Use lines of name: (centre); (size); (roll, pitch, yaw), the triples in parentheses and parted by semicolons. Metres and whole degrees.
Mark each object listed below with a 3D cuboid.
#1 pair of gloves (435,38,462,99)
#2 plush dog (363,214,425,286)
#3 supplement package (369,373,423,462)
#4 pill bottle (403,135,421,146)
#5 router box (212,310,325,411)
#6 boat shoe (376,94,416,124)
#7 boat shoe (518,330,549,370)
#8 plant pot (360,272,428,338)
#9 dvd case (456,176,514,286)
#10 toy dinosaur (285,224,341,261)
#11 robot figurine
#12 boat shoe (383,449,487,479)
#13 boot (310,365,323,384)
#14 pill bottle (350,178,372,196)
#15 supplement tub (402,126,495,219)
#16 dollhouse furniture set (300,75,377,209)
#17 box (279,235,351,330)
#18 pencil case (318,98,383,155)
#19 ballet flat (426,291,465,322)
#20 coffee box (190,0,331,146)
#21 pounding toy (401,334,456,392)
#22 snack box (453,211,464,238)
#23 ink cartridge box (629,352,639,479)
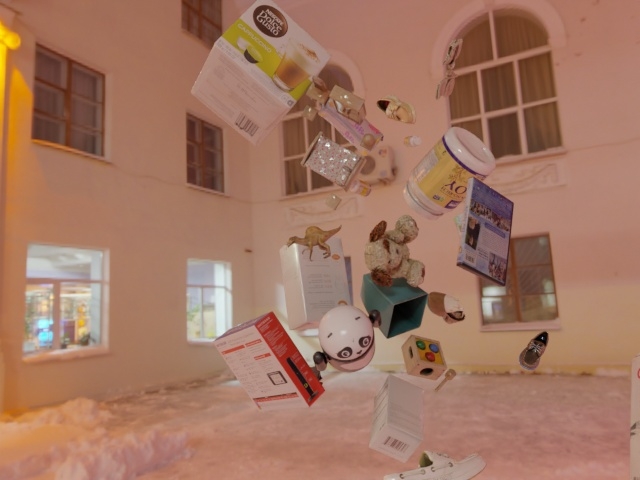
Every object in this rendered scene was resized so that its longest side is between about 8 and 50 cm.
pair of gloves: (0.555, -0.726, 2.130); (0.042, 0.240, 0.204); (21, 31, 21)
plush dog: (0.235, 0.047, 1.786); (0.210, 0.263, 0.225); (-11, -7, 36)
supplement package: (0.202, 0.465, 1.318); (0.105, 0.105, 0.179); (24, 30, -1)
pill bottle: (0.364, -0.391, 1.977); (0.043, 0.044, 0.083); (0, 9, -17)
router box: (-0.178, 0.405, 1.629); (0.082, 0.301, 0.335); (-36, 5, -38)
boat shoe: (0.212, -0.367, 1.422); (0.059, 0.063, 0.170); (-14, 32, -16)
boat shoe: (0.736, 0.372, 1.722); (0.066, 0.066, 0.183); (26, 41, 25)
plant pot: (0.263, 0.222, 1.924); (0.165, 0.166, 0.234); (-13, 37, -28)
dvd case: (0.445, -0.022, 1.338); (0.180, 0.253, 0.022); (24, -22, -29)
toy dinosaur: (0.000, 0.000, 1.368); (0.183, 0.093, 0.053); (-15, -17, -24)
robot figurine: (0.085, 0.310, 1.547); (0.173, 0.209, 0.278); (10, -26, 13)
boat shoe: (0.269, 0.535, 1.168); (0.276, 0.096, 0.098); (-6, -33, -31)
boot: (-0.109, 0.648, 2.260); (0.222, 0.118, 0.338); (0, 18, 9)
pill bottle: (0.174, -0.246, 2.287); (0.116, 0.065, 0.065); (18, -19, -36)
supplement tub: (0.513, -0.264, 2.035); (0.240, 0.241, 0.331); (3, -39, -37)
dollhouse furniture set: (0.008, -0.339, 1.733); (0.303, 0.356, 0.174); (31, 1, 9)
box: (-0.020, 0.173, 2.021); (0.214, 0.346, 0.168); (2, -21, -29)
pencil case: (0.118, -0.457, 1.979); (0.113, 0.273, 0.124); (-41, 11, 40)
ballet flat: (0.611, 0.321, 2.373); (0.124, 0.116, 0.342); (-5, -28, 30)
coffee box: (-0.227, -0.635, 1.910); (0.337, 0.335, 0.338); (39, -29, -12)
pounding toy: (0.426, 0.461, 1.859); (0.205, 0.181, 0.094); (16, -54, -17)
snack box: (0.454, -0.048, 1.483); (0.100, 0.037, 0.141); (-29, -32, 9)
ink cartridge box: (0.715, 0.396, 0.907); (0.166, 0.396, 0.285); (13, -21, 6)
